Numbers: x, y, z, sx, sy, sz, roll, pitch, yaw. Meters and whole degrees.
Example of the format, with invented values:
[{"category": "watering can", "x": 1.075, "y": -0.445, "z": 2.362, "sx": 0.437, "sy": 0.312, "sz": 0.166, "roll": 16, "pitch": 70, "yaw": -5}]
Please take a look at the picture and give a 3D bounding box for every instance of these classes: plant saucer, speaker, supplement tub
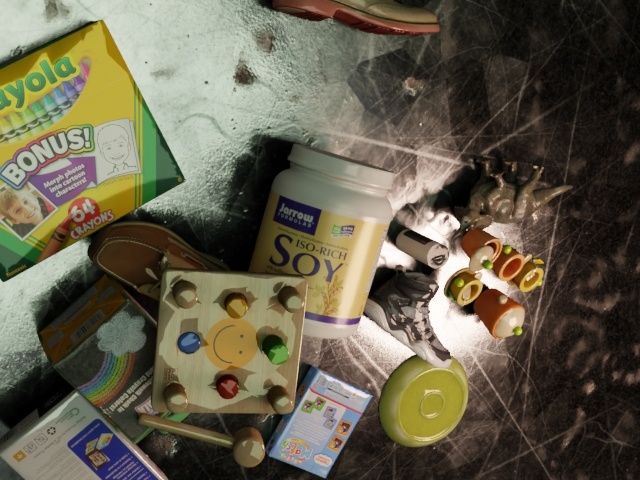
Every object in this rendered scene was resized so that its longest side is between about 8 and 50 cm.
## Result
[{"category": "plant saucer", "x": 0.250, "y": 0.375, "z": 2.019, "sx": 0.241, "sy": 0.037, "sz": 0.241, "roll": -7, "pitch": 106, "yaw": -23}, {"category": "speaker", "x": 0.216, "y": 0.017, "z": 1.847, "sx": 0.055, "sy": 0.136, "sz": 0.055, "roll": -7, "pitch": 107, "yaw": -23}, {"category": "supplement tub", "x": 0.000, "y": 0.000, "z": 1.683, "sx": 0.241, "sy": 0.241, "sz": 0.331, "roll": 12, "pitch": 99, "yaw": -27}]

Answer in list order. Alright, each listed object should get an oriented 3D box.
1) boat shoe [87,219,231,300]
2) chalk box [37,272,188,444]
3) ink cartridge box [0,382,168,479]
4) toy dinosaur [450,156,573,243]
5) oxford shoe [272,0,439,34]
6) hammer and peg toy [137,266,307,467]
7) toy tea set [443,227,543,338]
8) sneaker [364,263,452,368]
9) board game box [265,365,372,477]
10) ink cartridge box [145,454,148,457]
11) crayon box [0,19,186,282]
[{"category": "boat shoe", "x": -0.267, "y": 0.062, "z": 1.599, "sx": 0.324, "sy": 0.120, "sz": 0.122, "roll": 23, "pitch": 109, "yaw": -43}, {"category": "chalk box", "x": -0.351, "y": 0.236, "z": 1.621, "sx": 0.180, "sy": 0.179, "sz": 0.289, "roll": -42, "pitch": 118, "yaw": -10}, {"category": "ink cartridge box", "x": -0.416, "y": 0.448, "z": 1.642, "sx": 0.175, "sy": 0.069, "sz": 0.371, "roll": -39, "pitch": 115, "yaw": -9}, {"category": "toy dinosaur", "x": 0.410, "y": -0.096, "z": 1.938, "sx": 0.313, "sy": 0.121, "sz": 0.160, "roll": -9, "pitch": 120, "yaw": -27}, {"category": "oxford shoe", "x": 0.084, "y": -0.470, "z": 1.662, "sx": 0.348, "sy": 0.123, "sz": 0.130, "roll": 6, "pitch": 96, "yaw": -27}, {"category": "hammer and peg toy", "x": -0.169, "y": 0.229, "z": 1.509, "sx": 0.265, "sy": 0.127, "sz": 0.361, "roll": 5, "pitch": 100, "yaw": -16}, {"category": "toy tea set", "x": 0.392, "y": 0.103, "z": 1.902, "sx": 0.200, "sy": 0.124, "sz": 0.336, "roll": -50, "pitch": 140, "yaw": 10}, {"category": "sneaker", "x": 0.224, "y": 0.165, "z": 1.910, "sx": 0.268, "sy": 0.101, "sz": 0.153, "roll": 38, "pitch": 89, "yaw": -26}, {"category": "board game box", "x": -0.004, "y": 0.398, "z": 1.905, "sx": 0.160, "sy": 0.039, "sz": 0.211, "roll": 30, "pitch": 90, "yaw": -28}, {"category": "ink cartridge box", "x": -0.438, "y": 0.410, "z": 1.692, "sx": 0.180, "sy": 0.060, "sz": 0.104, "roll": 38, "pitch": 88, "yaw": -28}, {"category": "crayon box", "x": -0.467, "y": -0.158, "z": 1.496, "sx": 0.363, "sy": 0.106, "sz": 0.313, "roll": -31, "pitch": 115, "yaw": -14}]
